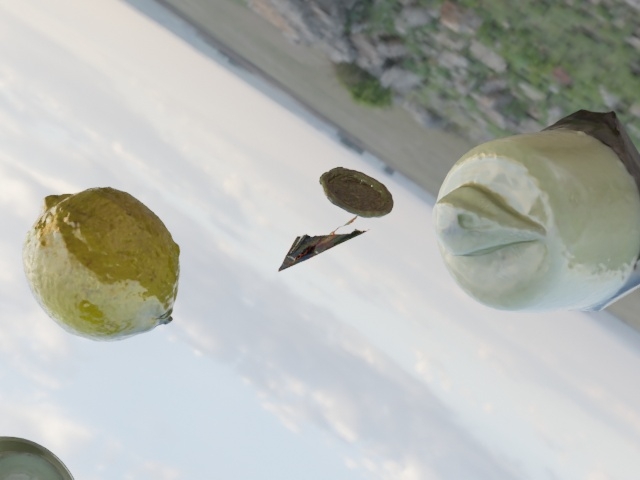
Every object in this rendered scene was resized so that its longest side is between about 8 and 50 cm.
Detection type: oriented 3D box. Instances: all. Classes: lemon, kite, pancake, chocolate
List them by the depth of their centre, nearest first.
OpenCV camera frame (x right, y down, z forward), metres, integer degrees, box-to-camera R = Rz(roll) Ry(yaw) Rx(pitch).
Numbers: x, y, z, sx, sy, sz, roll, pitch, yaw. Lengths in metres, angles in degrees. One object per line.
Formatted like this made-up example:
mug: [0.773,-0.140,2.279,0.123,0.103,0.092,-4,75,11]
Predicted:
lemon: [-0.283,0.032,1.402,0.231,0.192,0.192,45,-175,0]
pancake: [0.049,-0.067,1.472,0.115,0.011,0.115,18,-148,-12]
kite: [0.000,0.000,1.494,0.190,0.159,0.010,-4,116,57]
chocolate: [0.351,-0.032,1.735,0.297,0.326,0.314,-1,-118,-52]

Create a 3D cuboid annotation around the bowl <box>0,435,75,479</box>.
bowl: [-0.356,0.308,1.210,0.211,0.112,0.211,24,-134,-27]
